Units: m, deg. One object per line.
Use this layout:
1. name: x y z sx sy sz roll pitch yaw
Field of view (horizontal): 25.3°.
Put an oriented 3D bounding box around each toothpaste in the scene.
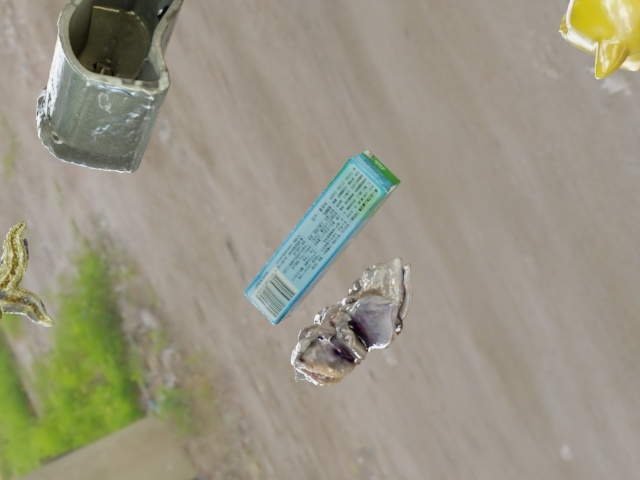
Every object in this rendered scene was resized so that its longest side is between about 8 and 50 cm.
1. toothpaste: 0.000 0.000 1.835 0.065 0.050 0.266 46 123 11

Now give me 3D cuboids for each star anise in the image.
1. star anise: 0.038 0.114 1.863 0.093 0.236 0.229 52 140 -4

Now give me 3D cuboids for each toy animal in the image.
1. toy animal: 0.365 -0.269 1.675 0.156 0.156 0.230 64 -154 4

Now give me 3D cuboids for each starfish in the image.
1. starfish: -0.439 0.067 1.831 0.053 0.176 0.208 97 159 -63

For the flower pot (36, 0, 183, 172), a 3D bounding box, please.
1. flower pot: -0.187 -0.175 1.281 0.229 0.103 0.108 -88 18 -46
